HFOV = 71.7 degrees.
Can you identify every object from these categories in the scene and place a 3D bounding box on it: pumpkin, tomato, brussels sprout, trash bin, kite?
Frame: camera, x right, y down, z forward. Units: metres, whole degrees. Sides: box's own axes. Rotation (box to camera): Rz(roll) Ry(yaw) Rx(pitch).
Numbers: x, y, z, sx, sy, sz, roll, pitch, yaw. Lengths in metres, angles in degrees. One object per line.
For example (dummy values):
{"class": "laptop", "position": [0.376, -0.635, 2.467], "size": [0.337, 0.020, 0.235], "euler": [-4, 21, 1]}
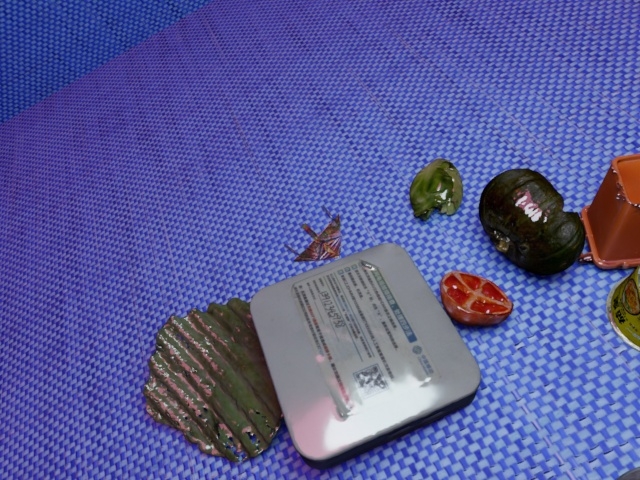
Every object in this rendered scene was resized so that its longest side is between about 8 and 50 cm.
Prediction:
{"class": "pumpkin", "position": [0.433, -0.034, 0.934], "size": [0.159, 0.238, 0.238], "euler": [-31, 54, 7]}
{"class": "tomato", "position": [0.323, 0.135, 0.957], "size": [0.155, 0.069, 0.156], "euler": [9, 33, -6]}
{"class": "brussels sprout", "position": [0.289, -0.135, 1.134], "size": [0.139, 0.100, 0.181], "euler": [-8, 67, 39]}
{"class": "trash bin", "position": [0.609, -0.056, 0.870], "size": [0.184, 0.239, 0.161], "euler": [-8, 58, 19]}
{"class": "kite", "position": [0.000, 0.000, 1.208], "size": [0.183, 0.010, 0.160], "euler": [-46, 59, -6]}

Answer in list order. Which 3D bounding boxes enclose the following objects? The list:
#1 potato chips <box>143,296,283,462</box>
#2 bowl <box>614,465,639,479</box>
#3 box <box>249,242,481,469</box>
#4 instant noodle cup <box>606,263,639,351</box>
{"class": "potato chips", "position": [-0.224, 0.301, 1.056], "size": [0.388, 0.097, 0.374], "euler": [12, 63, 20]}
{"class": "bowl", "position": [0.562, 0.466, 0.633], "size": [0.276, 0.145, 0.277], "euler": [-8, 60, 15]}
{"class": "box", "position": [0.082, 0.219, 0.949], "size": [0.396, 0.111, 0.396], "euler": [-20, 55, -8]}
{"class": "instant noodle cup", "position": [0.645, 0.109, 0.814], "size": [0.182, 0.144, 0.182], "euler": [-10, 57, 15]}
